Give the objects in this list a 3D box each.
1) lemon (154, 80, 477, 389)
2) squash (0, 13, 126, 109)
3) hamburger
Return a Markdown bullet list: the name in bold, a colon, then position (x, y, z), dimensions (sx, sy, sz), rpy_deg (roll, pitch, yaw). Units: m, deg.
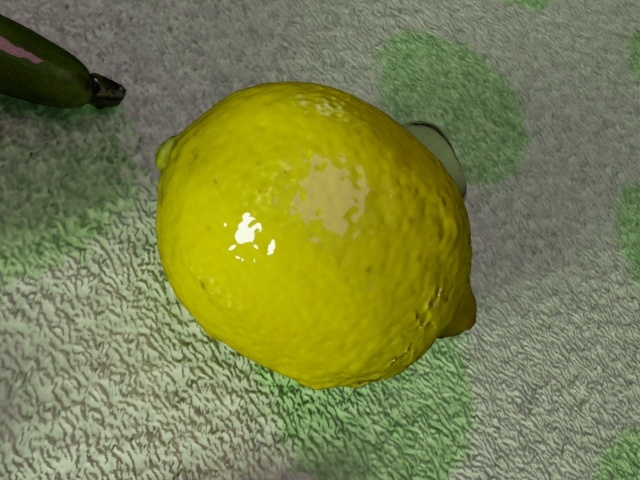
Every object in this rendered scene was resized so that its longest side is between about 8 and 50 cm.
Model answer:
- **lemon**: position (0.000, 0.000, 0.559), dimensions (0.319, 0.245, 0.245), rpy_deg (32, 54, -11)
- **squash**: position (-0.335, -0.187, 0.569), dimensions (0.318, 0.071, 0.080), rpy_deg (17, 18, -21)
- **hamburger**: position (0.122, -0.078, 0.779), dimensions (0.133, 0.062, 0.140), rpy_deg (-1, 64, -30)
